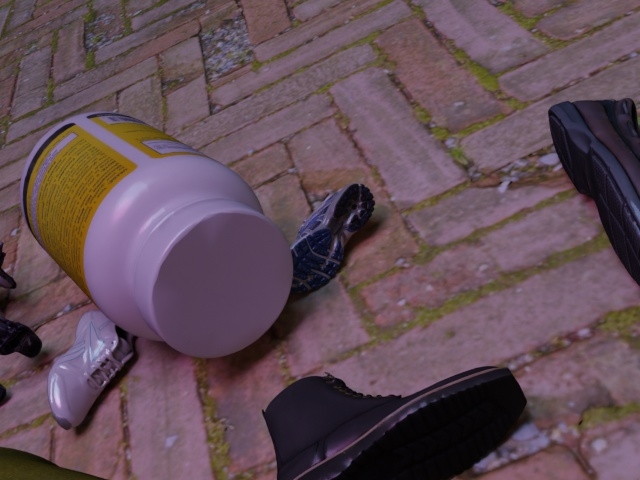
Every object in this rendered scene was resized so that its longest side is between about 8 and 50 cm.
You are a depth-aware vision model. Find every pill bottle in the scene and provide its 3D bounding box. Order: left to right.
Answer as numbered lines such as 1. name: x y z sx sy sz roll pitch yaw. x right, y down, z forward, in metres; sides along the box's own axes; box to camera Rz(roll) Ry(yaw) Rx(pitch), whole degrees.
1. pill bottle: -0.173 -0.012 0.863 0.188 0.187 0.334 -40 36 -15

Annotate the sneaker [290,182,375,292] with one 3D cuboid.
1. sneaker: 0.000 0.000 0.857 0.135 0.052 0.058 -48 19 -15

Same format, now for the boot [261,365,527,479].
1. boot: 0.043 0.126 0.648 0.198 0.076 0.137 -28 30 0

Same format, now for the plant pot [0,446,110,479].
1. plant pot: -0.075 0.272 0.349 0.353 0.366 0.366 1 44 18

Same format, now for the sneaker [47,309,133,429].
1. sneaker: -0.228 0.122 0.852 0.061 0.053 0.152 -12 38 19

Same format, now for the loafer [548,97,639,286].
1. loafer: 0.266 -0.054 0.698 0.084 0.096 0.267 -18 34 6

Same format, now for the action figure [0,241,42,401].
1. action figure: -0.427 0.074 0.979 0.164 0.141 0.276 -49 40 -8
